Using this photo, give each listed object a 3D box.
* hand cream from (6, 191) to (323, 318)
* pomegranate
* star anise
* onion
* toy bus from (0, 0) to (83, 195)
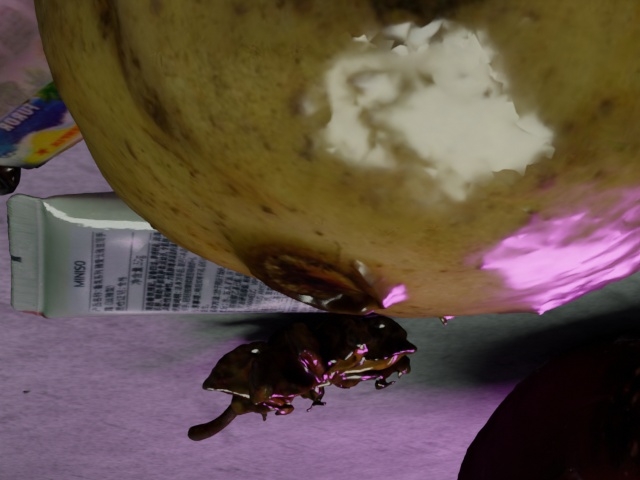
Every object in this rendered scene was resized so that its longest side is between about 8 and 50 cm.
[{"bbox_3d":[0.000,0.000,0.895,0.341,0.078,0.124,-1,149,-10],"label":"hand cream"},{"bbox_3d":[0.036,-0.099,0.583,0.281,0.281,0.281,-2,158,-1],"label":"pomegranate"},{"bbox_3d":[-0.035,0.114,1.338,0.234,0.073,0.177,-25,162,11],"label":"star anise"},{"bbox_3d":[0.331,0.230,1.452,0.398,0.420,0.398,13,123,21],"label":"onion"},{"bbox_3d":[-0.153,-0.096,0.791,0.112,0.090,0.274,22,148,-35],"label":"toy bus"}]
